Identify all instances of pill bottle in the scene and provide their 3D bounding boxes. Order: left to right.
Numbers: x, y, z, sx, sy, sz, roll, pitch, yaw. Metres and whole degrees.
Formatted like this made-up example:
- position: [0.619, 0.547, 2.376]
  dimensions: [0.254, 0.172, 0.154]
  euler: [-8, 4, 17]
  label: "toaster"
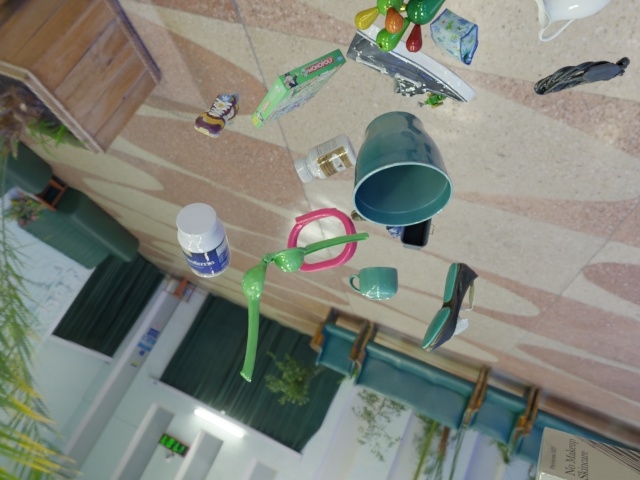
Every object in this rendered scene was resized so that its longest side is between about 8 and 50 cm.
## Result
- position: [-0.389, 0.001, 1.529]
  dimensions: [0.153, 0.153, 0.264]
  euler: [22, 150, 11]
  label: "pill bottle"
- position: [0.021, -0.317, 1.803]
  dimensions: [0.230, 0.131, 0.131]
  euler: [-23, 141, 14]
  label: "pill bottle"

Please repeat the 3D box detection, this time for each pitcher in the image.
- position: [0.776, -0.719, 1.410]
  dimensions: [0.207, 0.125, 0.178]
  euler: [-21, 151, 13]
  label: "pitcher"

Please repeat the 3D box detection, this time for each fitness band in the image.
- position: [0.000, 0.000, 1.604]
  dimensions: [0.291, 0.208, 0.054]
  euler: [-16, 171, 35]
  label: "fitness band"

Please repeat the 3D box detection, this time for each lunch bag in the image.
- position: [0.322, -0.056, 1.948]
  dimensions: [0.067, 0.098, 0.065]
  euler: [-31, 122, 24]
  label: "lunch bag"
- position: [0.427, -0.635, 1.455]
  dimensions: [0.129, 0.096, 0.151]
  euler: [45, 177, 26]
  label: "lunch bag"

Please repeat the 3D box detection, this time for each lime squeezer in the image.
- position: [-0.049, 0.056, 0.708]
  dimensions: [0.110, 0.310, 0.058]
  euler: [32, 150, 18]
  label: "lime squeezer"

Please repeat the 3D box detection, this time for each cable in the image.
- position: [0.575, -0.367, 1.025]
  dimensions: [0.185, 0.047, 0.150]
  euler: [-10, -170, 19]
  label: "cable"

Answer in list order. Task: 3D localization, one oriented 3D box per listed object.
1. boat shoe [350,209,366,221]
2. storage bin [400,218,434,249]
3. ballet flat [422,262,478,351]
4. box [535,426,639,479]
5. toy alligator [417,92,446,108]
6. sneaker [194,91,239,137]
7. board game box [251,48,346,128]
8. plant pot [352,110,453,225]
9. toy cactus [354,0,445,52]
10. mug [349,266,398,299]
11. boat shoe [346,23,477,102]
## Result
- position: [0.177, -0.109, 1.579]
  dimensions: [0.153, 0.049, 0.056]
  euler: [-15, 134, 12]
  label: "boat shoe"
- position: [0.305, -0.033, 1.447]
  dimensions: [0.098, 0.135, 0.091]
  euler: [10, 165, 9]
  label: "storage bin"
- position: [0.380, 0.195, 1.294]
  dimensions: [0.096, 0.280, 0.095]
  euler: [26, 166, -3]
  label: "ballet flat"
- position: [0.436, 0.354, 0.605]
  dimensions: [0.276, 0.094, 0.113]
  euler: [8, -163, 26]
  label: "box"
- position: [0.408, -0.503, 1.631]
  dimensions: [0.051, 0.190, 0.056]
  euler: [-15, 102, 43]
  label: "toy alligator"
- position: [-0.249, -0.314, 1.116]
  dimensions: [0.070, 0.185, 0.083]
  euler: [25, 120, -6]
  label: "sneaker"
- position: [-0.077, -0.451, 1.389]
  dimensions: [0.046, 0.214, 0.317]
  euler: [60, 158, -7]
  label: "board game box"
- position: [0.221, -0.222, 1.316]
  dimensions: [0.272, 0.255, 0.271]
  euler: [0, 147, 0]
  label: "plant pot"
- position: [0.136, -0.304, 0.505]
  dimensions: [0.181, 0.112, 0.218]
  euler: [-4, 136, -16]
  label: "toy cactus"
- position: [0.188, 0.150, 1.548]
  dimensions: [0.130, 0.097, 0.158]
  euler: [8, 163, -30]
  label: "mug"
- position: [0.200, -0.367, 1.013]
  dimensions: [0.302, 0.102, 0.108]
  euler: [23, -153, -16]
  label: "boat shoe"
